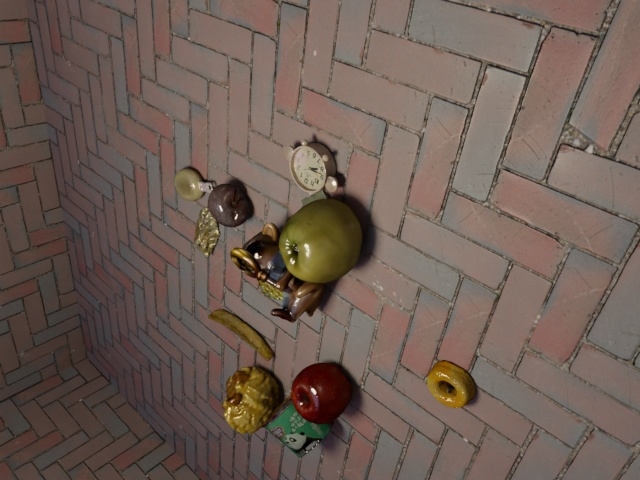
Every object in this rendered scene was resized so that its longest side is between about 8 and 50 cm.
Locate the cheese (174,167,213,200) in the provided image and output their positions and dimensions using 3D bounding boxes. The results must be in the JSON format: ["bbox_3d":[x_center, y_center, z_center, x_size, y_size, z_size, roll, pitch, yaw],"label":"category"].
[{"bbox_3d":[-0.506,-0.222,2.173,0.228,0.064,0.137,11,119,40],"label":"cheese"}]

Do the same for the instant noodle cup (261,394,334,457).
[{"bbox_3d":[-0.079,0.717,2.117,0.190,0.251,0.251,47,137,5],"label":"instant noodle cup"}]

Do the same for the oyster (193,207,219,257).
[{"bbox_3d":[-0.488,-0.038,2.246,0.133,0.072,0.209,41,133,18],"label":"oyster"}]

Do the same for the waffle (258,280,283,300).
[{"bbox_3d":[-0.184,0.154,2.068,0.184,0.036,0.169,8,118,45],"label":"waffle"}]

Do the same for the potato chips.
[{"bbox_3d":[-0.351,0.391,2.342,0.407,0.057,0.080,27,134,34],"label":"potato chips"}]

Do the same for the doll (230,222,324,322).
[{"bbox_3d":[-0.138,0.119,1.843,0.339,0.209,0.318,51,176,11],"label":"doll"}]

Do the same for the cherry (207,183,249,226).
[{"bbox_3d":[-0.350,-0.130,2.006,0.176,0.140,0.176,35,147,27],"label":"cherry"}]

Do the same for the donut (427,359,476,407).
[{"bbox_3d":[0.391,0.441,1.628,0.152,0.058,0.151,21,124,34],"label":"donut"}]

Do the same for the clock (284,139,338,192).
[{"bbox_3d":[-0.023,-0.232,1.687,0.229,0.063,0.155,37,130,22],"label":"clock"}]

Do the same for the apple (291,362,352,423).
[{"bbox_3d":[0.003,0.557,1.966,0.218,0.201,0.218,16,115,39],"label":"apple"}]

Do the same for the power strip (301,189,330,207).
[{"bbox_3d":[-0.019,-0.128,1.766,0.136,0.019,0.050,-22,96,48],"label":"power strip"}]

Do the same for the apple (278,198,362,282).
[{"bbox_3d":[0.000,0.000,1.661,0.263,0.262,0.262,22,125,36],"label":"apple"}]

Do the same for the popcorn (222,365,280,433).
[{"bbox_3d":[-0.281,0.701,2.293,0.225,0.265,0.332,-10,121,43],"label":"popcorn"}]
